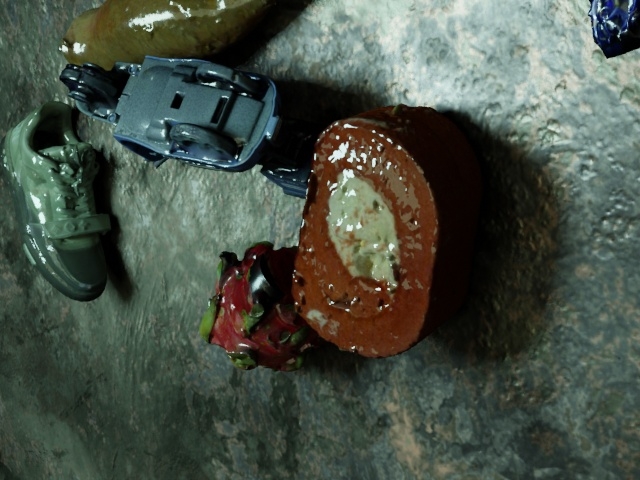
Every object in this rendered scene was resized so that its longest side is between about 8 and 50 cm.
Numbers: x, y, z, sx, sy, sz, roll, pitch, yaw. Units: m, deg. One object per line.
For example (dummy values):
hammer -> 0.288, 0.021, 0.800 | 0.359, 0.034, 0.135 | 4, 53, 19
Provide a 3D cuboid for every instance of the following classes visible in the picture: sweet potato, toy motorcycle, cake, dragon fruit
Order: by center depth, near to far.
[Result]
cake -> 0.078, -0.007, 1.267 | 0.177, 0.151, 0.283 | 21, 114, 22
toy motorcycle -> -0.151, -0.139, 1.391 | 0.358, 0.212, 0.125 | 17, 80, 35
dragon fruit -> -0.073, 0.085, 1.412 | 0.166, 0.160, 0.172 | 42, 127, -4
sweet potato -> -0.180, -0.280, 1.432 | 0.336, 0.131, 0.131 | -15, 90, 40

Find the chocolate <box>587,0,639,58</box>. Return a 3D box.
chocolate -> 0.284, -0.342, 1.040 | 0.148, 0.126, 0.343 | -10, 91, 2

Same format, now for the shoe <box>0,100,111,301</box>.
shoe -> -0.365, -0.067, 1.644 | 0.149, 0.109, 0.293 | -43, 68, 44
